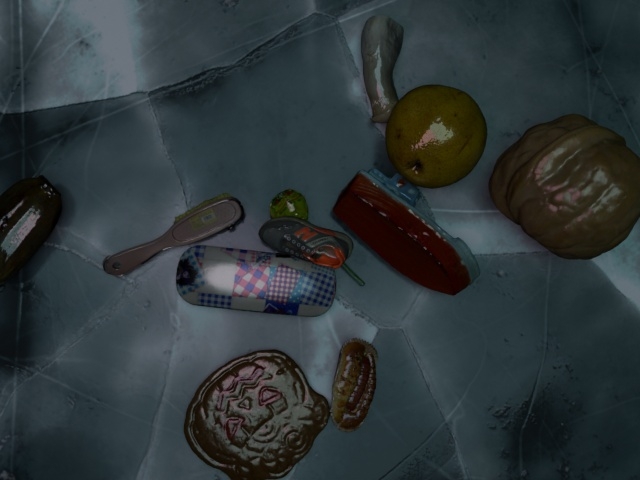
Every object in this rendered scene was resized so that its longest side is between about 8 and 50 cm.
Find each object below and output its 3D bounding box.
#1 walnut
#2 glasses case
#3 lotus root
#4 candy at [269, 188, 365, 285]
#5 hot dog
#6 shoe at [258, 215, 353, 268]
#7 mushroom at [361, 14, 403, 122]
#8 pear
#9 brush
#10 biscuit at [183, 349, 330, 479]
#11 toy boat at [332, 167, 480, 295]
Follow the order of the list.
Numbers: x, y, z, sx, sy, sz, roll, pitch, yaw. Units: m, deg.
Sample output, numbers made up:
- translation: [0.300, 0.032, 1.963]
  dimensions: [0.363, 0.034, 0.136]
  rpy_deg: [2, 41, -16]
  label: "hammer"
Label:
- translation: [0.503, -0.108, 1.663]
  dimensions: [0.285, 0.285, 0.296]
  rpy_deg: [-32, 53, -5]
  label: "walnut"
- translation: [-0.131, 0.084, 1.703]
  dimensions: [0.327, 0.076, 0.125]
  rpy_deg: [6, 88, -2]
  label: "glasses case"
- translation: [-0.613, -0.022, 1.661]
  dimensions: [0.124, 0.123, 0.241]
  rpy_deg: [42, 81, -29]
  label: "lotus root"
- translation: [-0.001, 0.001, 1.731]
  dimensions: [0.077, 0.073, 0.262]
  rpy_deg: [-43, 97, 13]
  label: "candy"
- translation: [0.067, 0.297, 1.704]
  dimensions: [0.099, 0.053, 0.192]
  rpy_deg: [16, 81, -22]
  label: "hot dog"
- translation: [-0.032, 0.007, 1.664]
  dimensions: [0.194, 0.077, 0.074]
  rpy_deg: [14, 118, 1]
  label: "shoe"
- translation: [0.129, -0.357, 1.745]
  dimensions: [0.081, 0.092, 0.223]
  rpy_deg: [-7, 81, 40]
  label: "mushroom"
- translation: [0.227, -0.205, 1.678]
  dimensions: [0.208, 0.209, 0.209]
  rpy_deg: [0, 86, -3]
  label: "pear"
- translation: [-0.305, -0.014, 1.713]
  dimensions: [0.312, 0.067, 0.072]
  rpy_deg: [-27, 125, 1]
  label: "brush"
- translation: [-0.133, 0.364, 1.701]
  dimensions: [0.273, 0.049, 0.257]
  rpy_deg: [-42, 90, -3]
  label: "biscuit"
- translation: [0.192, -0.021, 1.705]
  dimensions: [0.332, 0.145, 0.133]
  rpy_deg: [41, 57, -1]
  label: "toy boat"
